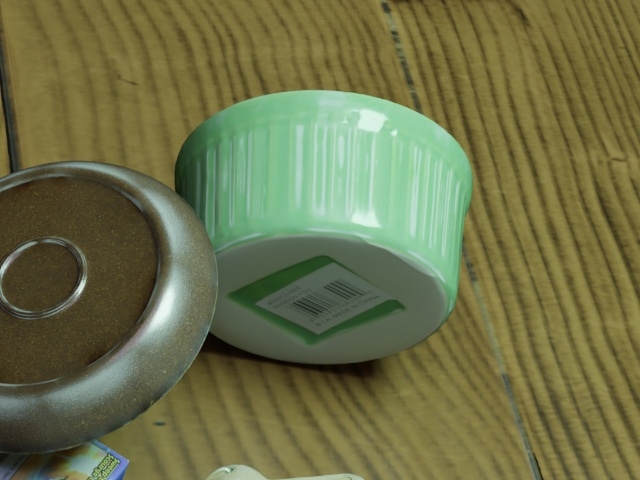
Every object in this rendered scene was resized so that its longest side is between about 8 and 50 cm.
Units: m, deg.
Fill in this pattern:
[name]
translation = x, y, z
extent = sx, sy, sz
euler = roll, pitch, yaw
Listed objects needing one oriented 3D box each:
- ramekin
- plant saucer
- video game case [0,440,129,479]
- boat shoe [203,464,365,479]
[ramekin]
translation = 0.000, 0.000, 1.643
extent = 0.303, 0.303, 0.148
euler = 10, 57, -12
[plant saucer]
translation = -0.249, 0.044, 1.509
extent = 0.310, 0.050, 0.310
euler = -5, 56, 7
[video game case]
translation = -0.345, 0.236, 1.473
extent = 0.244, 0.061, 0.269
euler = 31, 49, 8
[boat shoe]
translation = -0.078, 0.263, 1.525
extent = 0.302, 0.109, 0.098
euler = 1, 47, -27
